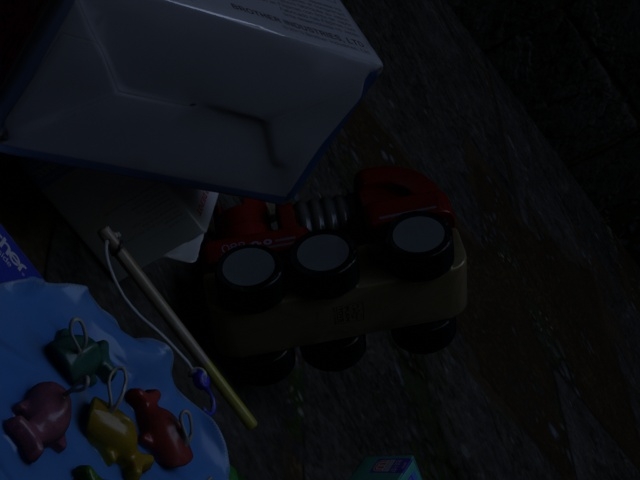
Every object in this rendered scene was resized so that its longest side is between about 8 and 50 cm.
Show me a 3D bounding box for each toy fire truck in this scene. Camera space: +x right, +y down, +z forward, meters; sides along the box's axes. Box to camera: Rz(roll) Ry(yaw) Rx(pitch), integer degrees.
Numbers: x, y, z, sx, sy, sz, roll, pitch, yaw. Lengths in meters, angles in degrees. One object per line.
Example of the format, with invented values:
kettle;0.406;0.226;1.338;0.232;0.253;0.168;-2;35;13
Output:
toy fire truck;0.000;0.000;1.329;0.246;0.217;0.158;-105;-174;-46

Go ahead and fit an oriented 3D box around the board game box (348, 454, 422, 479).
board game box;0.051;0.283;1.065;0.160;0.047;0.210;-47;122;-47

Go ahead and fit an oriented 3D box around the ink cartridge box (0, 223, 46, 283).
ink cartridge box;-0.192;0.075;0.970;0.207;0.046;0.097;55;19;-17

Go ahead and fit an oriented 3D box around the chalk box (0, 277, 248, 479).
chalk box;-0.161;0.195;0.688;0.180;0.179;0.289;49;23;-28

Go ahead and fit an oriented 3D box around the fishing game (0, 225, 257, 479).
fishing game;-0.088;0.095;0.683;0.189;0.041;0.264;55;22;-6

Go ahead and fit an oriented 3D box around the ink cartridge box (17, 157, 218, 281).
ink cartridge box;-0.148;-0.046;1.173;0.143;0.090;0.092;54;21;-20

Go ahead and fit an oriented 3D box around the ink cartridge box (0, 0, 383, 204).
ink cartridge box;-0.162;-0.227;1.121;0.270;0.151;0.395;11;39;-42
